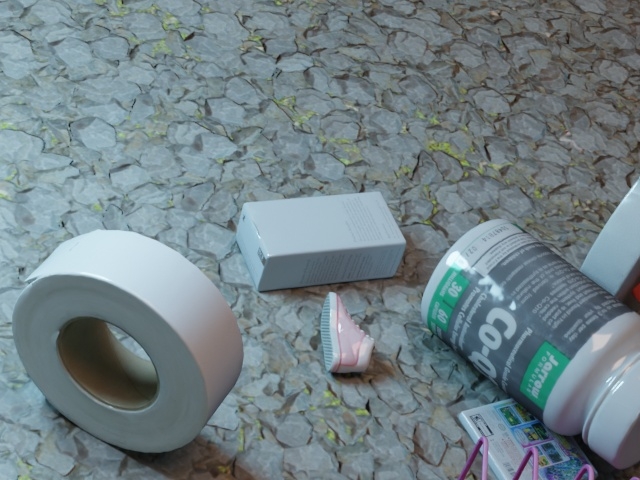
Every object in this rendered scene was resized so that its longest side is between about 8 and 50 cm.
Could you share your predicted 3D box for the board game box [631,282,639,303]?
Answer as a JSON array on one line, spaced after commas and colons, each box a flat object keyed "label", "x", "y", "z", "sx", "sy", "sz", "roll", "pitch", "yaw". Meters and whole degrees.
[{"label": "board game box", "x": 0.627, "y": 0.164, "z": 2.205, "sx": 0.317, "sy": 0.064, "sz": 0.242, "roll": 14, "pitch": 35, "yaw": -47}]

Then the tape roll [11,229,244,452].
[{"label": "tape roll", "x": -0.243, "y": 0.127, "z": 1.863, "sx": 0.286, "sy": 0.286, "sz": 0.100, "roll": 28, "pitch": 44, "yaw": 9}]

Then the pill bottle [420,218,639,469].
[{"label": "pill bottle", "x": 0.333, "y": 0.144, "z": 2.089, "sx": 0.204, "sy": 0.204, "sz": 0.361, "roll": -25, "pitch": 51, "yaw": -37}]

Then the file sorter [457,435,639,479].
[{"label": "file sorter", "x": 0.306, "y": 0.390, "z": 1.867, "sx": 0.291, "sy": 0.182, "sz": 0.202, "roll": 16, "pitch": 43, "yaw": -4}]

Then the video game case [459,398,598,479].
[{"label": "video game case", "x": 0.292, "y": 0.289, "z": 2.087, "sx": 0.143, "sy": 0.019, "sz": 0.157, "roll": -10, "pitch": 49, "yaw": -29}]

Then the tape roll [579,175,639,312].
[{"label": "tape roll", "x": 0.522, "y": -0.037, "z": 2.232, "sx": 0.072, "sy": 0.392, "sz": 0.392, "roll": 39, "pitch": 46, "yaw": 20}]

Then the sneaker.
[{"label": "sneaker", "x": 0.040, "y": 0.135, "z": 2.131, "sx": 0.070, "sy": 0.051, "sz": 0.134, "roll": 8, "pitch": 47, "yaw": -15}]

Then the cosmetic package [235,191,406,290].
[{"label": "cosmetic package", "x": 0.000, "y": 0.000, "z": 2.231, "sx": 0.231, "sy": 0.085, "sz": 0.117, "roll": -6, "pitch": 48, "yaw": -22}]
